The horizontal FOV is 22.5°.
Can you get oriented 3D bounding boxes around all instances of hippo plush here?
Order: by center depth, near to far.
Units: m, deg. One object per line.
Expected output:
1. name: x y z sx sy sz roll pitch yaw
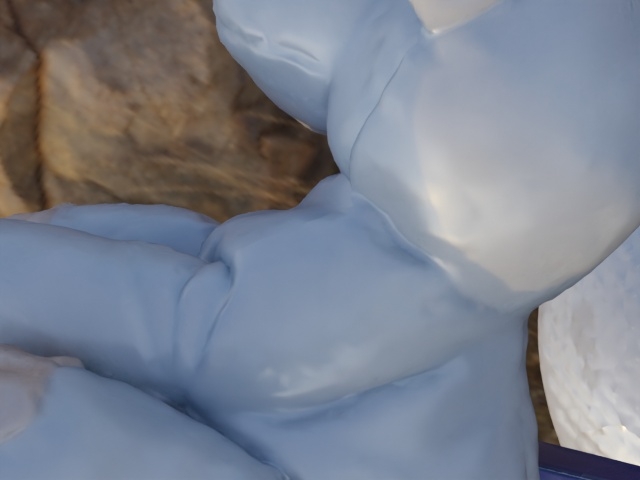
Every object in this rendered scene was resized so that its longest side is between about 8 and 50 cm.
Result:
1. hippo plush: 0.000 0.000 0.507 0.294 0.234 0.236 44 118 45

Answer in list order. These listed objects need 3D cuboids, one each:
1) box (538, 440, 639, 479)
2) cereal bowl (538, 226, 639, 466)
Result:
1. box: 0.112 0.158 0.671 0.225 0.036 0.136 12 106 17
2. cereal bowl: 0.316 0.059 1.029 0.141 0.339 0.338 -18 60 63
